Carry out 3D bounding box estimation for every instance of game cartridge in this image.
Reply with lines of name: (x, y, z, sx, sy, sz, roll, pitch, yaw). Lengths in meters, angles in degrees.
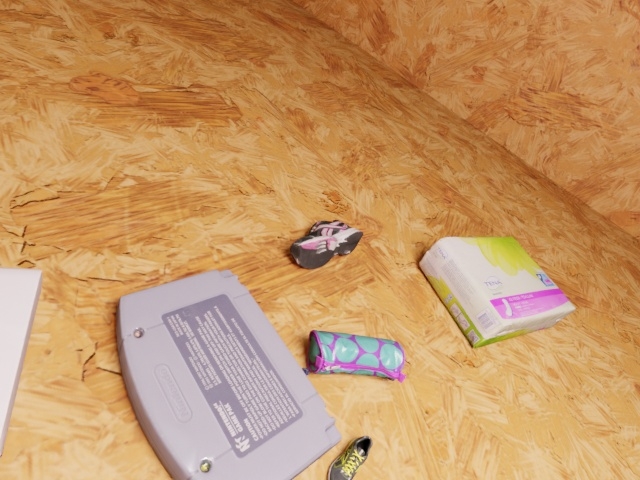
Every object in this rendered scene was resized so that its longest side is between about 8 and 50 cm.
game cartridge: (-0.128, 0.173, 0.510, 0.196, 0.060, 0.294, -12, 55, -46)

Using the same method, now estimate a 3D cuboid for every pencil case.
pencil case: (0.053, 0.177, 0.614, 0.151, 0.065, 0.070, 12, 26, -22)

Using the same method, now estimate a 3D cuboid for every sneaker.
sneaker: (0.000, 0.000, 0.786, 0.077, 0.072, 0.178, 38, 29, 28)
sneaker: (0.039, 0.279, 0.515, 0.031, 0.035, 0.083, 38, 38, 11)

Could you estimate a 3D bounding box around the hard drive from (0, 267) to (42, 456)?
hard drive: (-0.465, 0.106, 0.371, 0.318, 0.040, 0.210, 7, 44, -27)

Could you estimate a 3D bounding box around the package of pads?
package of pads: (0.385, 0.095, 0.893, 0.296, 0.101, 0.229, -1, 48, -35)
